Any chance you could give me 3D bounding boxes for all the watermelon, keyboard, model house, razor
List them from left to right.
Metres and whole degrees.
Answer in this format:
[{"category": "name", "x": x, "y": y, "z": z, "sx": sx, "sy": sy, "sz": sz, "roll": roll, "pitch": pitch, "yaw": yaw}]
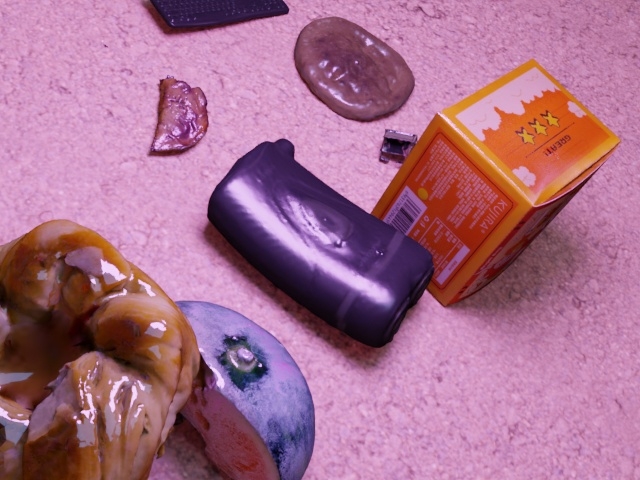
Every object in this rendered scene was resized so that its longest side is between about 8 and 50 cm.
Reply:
[{"category": "keyboard", "x": -0.220, "y": -0.411, "z": 1.731, "sx": 0.381, "sy": 0.041, "sz": 0.103, "roll": -23, "pitch": 67, "yaw": -35}, {"category": "watermelon", "x": -0.110, "y": 0.160, "z": 1.272, "sx": 0.322, "sy": 0.175, "sz": 0.188, "roll": 40, "pitch": 51, "yaw": 6}, {"category": "razor", "x": 0.000, "y": 0.001, "z": 1.477, "sx": 0.349, "sy": 0.113, "sz": 0.204, "roll": 37, "pitch": 48, "yaw": 8}, {"category": "model house", "x": 0.146, "y": -0.158, "z": 1.707, "sx": 0.083, "sy": 0.057, "sz": 0.058, "roll": 10, "pitch": 23, "yaw": 6}]

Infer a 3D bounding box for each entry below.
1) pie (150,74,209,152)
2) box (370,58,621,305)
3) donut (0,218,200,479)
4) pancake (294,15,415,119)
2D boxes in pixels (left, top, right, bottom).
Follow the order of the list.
[{"category": "pie", "x": -0.223, "y": -0.201, "z": 1.580, "sx": 0.092, "sy": 0.034, "sz": 0.169, "roll": 7, "pitch": 53, "yaw": -15}, {"category": "box", "x": 0.268, "y": -0.087, "z": 1.551, "sx": 0.260, "sy": 0.283, "sz": 0.214, "roll": -31, "pitch": 73, "yaw": -37}, {"category": "donut", "x": -0.312, "y": 0.157, "z": 1.115, "sx": 0.361, "sy": 0.170, "sz": 0.360, "roll": -3, "pitch": 68, "yaw": 8}, {"category": "pancake", "x": 0.068, "y": -0.318, "z": 1.786, "sx": 0.242, "sy": 0.050, "sz": 0.241, "roll": 12, "pitch": 53, "yaw": -16}]
